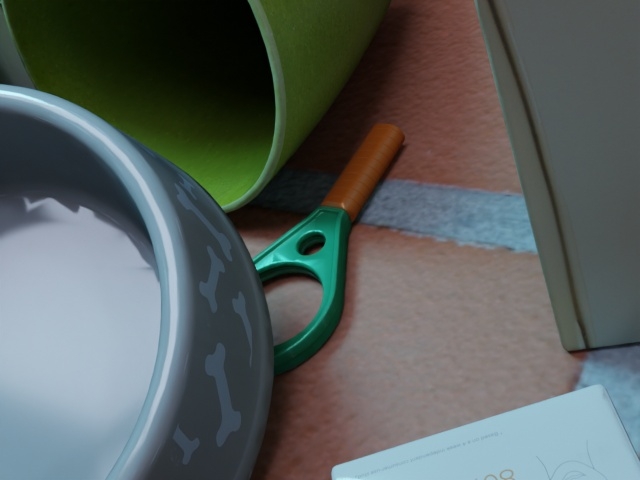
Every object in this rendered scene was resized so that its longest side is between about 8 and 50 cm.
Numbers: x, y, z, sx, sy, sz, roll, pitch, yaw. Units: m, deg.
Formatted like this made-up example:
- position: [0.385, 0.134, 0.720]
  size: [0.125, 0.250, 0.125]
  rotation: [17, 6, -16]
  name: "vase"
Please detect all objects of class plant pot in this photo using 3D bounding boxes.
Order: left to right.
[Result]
- position: [-0.055, -0.211, 0.700]
  size: [0.274, 0.275, 0.293]
  rotation: [11, 39, 35]
  name: "plant pot"

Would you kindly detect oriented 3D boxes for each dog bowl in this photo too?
- position: [-0.207, 0.066, 0.482]
  size: [0.348, 0.102, 0.349]
  rotation: [-3, 69, 8]
  name: "dog bowl"

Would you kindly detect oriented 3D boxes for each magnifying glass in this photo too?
- position: [0.000, 0.000, 0.608]
  size: [0.092, 0.026, 0.231]
  rotation: [10, 55, 34]
  name: "magnifying glass"

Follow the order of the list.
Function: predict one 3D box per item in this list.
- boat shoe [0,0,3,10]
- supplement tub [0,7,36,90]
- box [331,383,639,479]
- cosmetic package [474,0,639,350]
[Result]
- position: [-0.310, -0.220, 0.940]
  size: [0.307, 0.110, 0.105]
  rotation: [-1, 71, 31]
  name: "boat shoe"
- position: [-0.378, -0.054, 0.699]
  size: [0.316, 0.228, 0.228]
  rotation: [-27, 41, 0]
  name: "supplement tub"
- position: [0.088, 0.166, 0.341]
  size: [0.130, 0.091, 0.170]
  rotation: [-19, 42, 8]
  name: "box"
- position: [0.143, -0.101, 0.418]
  size: [0.113, 0.309, 0.160]
  rotation: [-12, 43, 18]
  name: "cosmetic package"
